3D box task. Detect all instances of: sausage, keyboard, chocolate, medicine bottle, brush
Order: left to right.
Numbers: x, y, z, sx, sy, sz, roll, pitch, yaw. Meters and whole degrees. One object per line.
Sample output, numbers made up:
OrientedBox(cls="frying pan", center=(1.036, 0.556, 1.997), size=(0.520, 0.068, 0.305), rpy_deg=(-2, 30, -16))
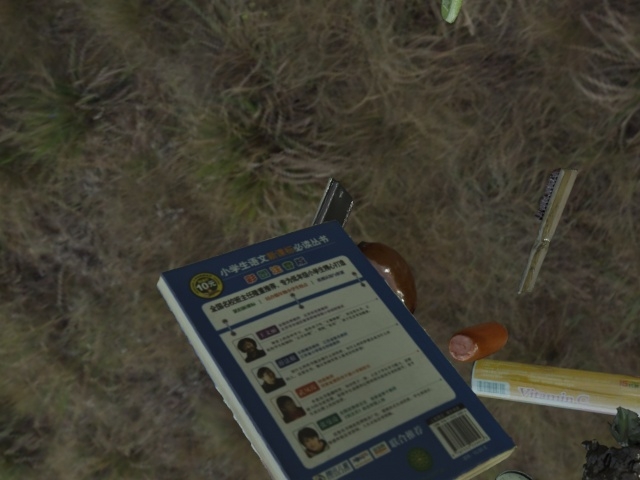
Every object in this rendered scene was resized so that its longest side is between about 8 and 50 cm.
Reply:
OrientedBox(cls="keyboard", center=(0.000, 0.000, 1.551), size=(0.025, 0.230, 0.093), rpy_deg=(8, 157, 35))
OrientedBox(cls="chocolate", center=(0.098, 0.073, 1.356), size=(0.133, 0.127, 0.124), rpy_deg=(31, 87, 10))
OrientedBox(cls="sausage", center=(0.337, 0.214, 1.786), size=(0.076, 0.198, 0.076), rpy_deg=(3, 96, 35))
OrientedBox(cls="brush", center=(0.398, -0.018, 1.507), size=(0.036, 0.043, 0.247), rpy_deg=(47, 131, 51))
OrientedBox(cls="medicine bottle", center=(0.560, 0.334, 1.920), size=(0.426, 0.108, 0.108), rpy_deg=(5, 117, 25))

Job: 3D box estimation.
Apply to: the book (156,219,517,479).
OrientedBox(cls="book", center=(0.013, 0.158, 1.094), size=(0.428, 0.300, 0.039), rpy_deg=(53, 144, 30))

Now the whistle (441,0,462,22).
OrientedBox(cls="whistle", center=(0.246, -0.489, 1.486), size=(0.227, 0.085, 0.105), rpy_deg=(101, 151, -49))

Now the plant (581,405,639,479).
OrientedBox(cls="plant", center=(0.521, 0.389, 1.432), size=(0.131, 0.203, 0.142), rpy_deg=(42, 140, -22))

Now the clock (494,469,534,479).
OrientedBox(cls="clock", center=(0.326, 0.421, 1.402), size=(0.085, 0.085, 0.017), rpy_deg=(30, 134, 20))
